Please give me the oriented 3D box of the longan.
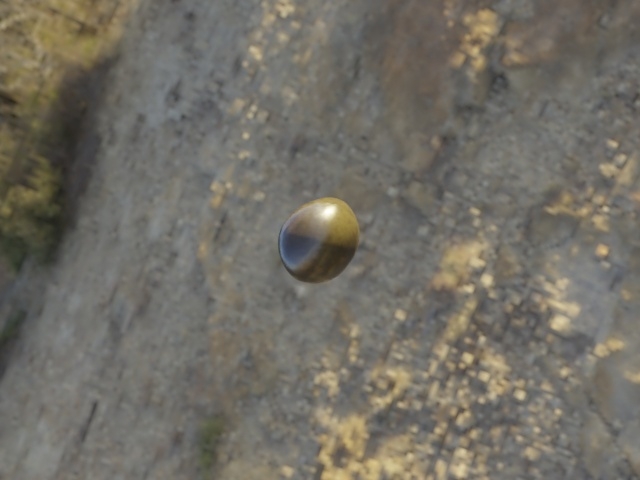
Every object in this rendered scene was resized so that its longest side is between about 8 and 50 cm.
[{"bbox_3d":[0.000,0.000,1.684,0.092,0.113,0.113,27,95,24],"label":"longan"}]
